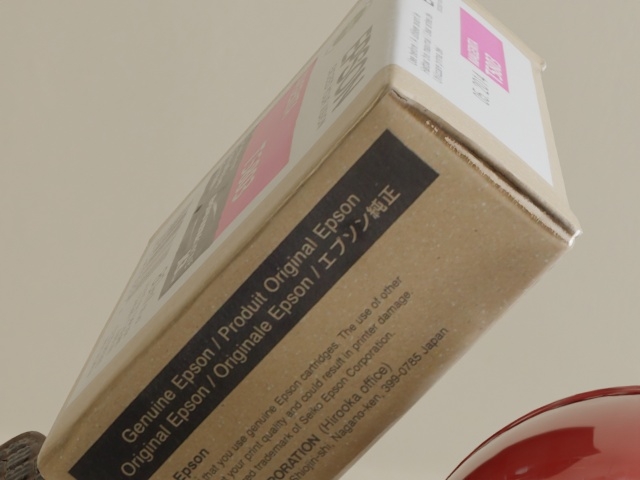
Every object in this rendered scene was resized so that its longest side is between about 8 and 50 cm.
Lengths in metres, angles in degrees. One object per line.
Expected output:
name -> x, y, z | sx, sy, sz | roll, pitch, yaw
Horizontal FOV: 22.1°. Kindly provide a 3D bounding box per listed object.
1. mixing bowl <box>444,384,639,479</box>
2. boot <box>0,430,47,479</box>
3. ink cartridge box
mixing bowl -> 0.086, 0.126, 0.477 | 0.181, 0.098, 0.181 | -5, -104, 21
boot -> -0.120, 0.189, 0.789 | 0.082, 0.219, 0.106 | -32, -56, 6
ink cartridge box -> 0.000, 0.000, 0.650 | 0.088, 0.235, 0.193 | 39, -72, -9
